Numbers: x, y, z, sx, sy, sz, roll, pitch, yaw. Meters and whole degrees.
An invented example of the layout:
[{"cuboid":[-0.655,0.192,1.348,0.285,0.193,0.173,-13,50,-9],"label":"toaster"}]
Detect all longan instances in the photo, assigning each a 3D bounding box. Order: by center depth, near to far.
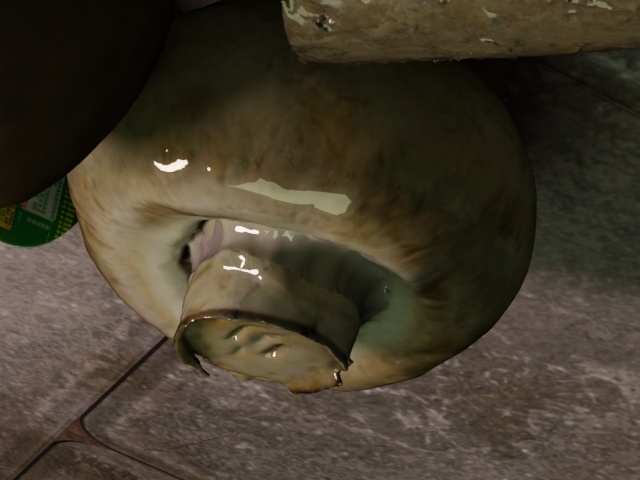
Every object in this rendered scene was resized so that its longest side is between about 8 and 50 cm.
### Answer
[{"cuboid":[-0.227,-0.164,1.192,0.300,0.300,0.243,33,145,-25],"label":"longan"}]

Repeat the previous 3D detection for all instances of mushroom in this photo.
[{"cuboid":[-0.015,-0.020,1.365,0.352,0.260,0.352,10,151,6],"label":"mushroom"}]

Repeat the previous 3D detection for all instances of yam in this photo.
[{"cuboid":[0.110,-0.181,1.125,0.268,0.161,0.161,2,147,27],"label":"yam"}]

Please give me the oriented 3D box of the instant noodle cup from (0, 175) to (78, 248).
[{"cuboid":[-0.302,-0.112,1.453,0.233,0.207,0.207,11,151,30],"label":"instant noodle cup"}]
